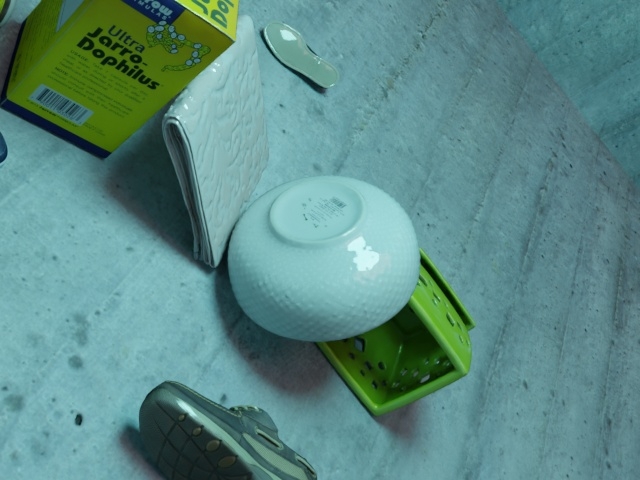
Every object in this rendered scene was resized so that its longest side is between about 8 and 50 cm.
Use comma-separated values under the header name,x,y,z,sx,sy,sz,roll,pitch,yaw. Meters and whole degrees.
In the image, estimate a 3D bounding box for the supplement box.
name,x,y,z,sx,sy,sz,roll,pitch,yaw
supplement box,-0.306,-0.321,1.326,0.195,0.356,0.194,28,47,-34

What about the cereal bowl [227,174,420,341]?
name,x,y,z,sx,sy,sz,roll,pitch,yaw
cereal bowl,0.000,0.000,1.466,0.339,0.339,0.141,-75,162,-44

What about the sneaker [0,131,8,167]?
name,x,y,z,sx,sy,sz,roll,pitch,yaw
sneaker,-0.519,-0.228,1.185,0.282,0.153,0.099,49,38,-13

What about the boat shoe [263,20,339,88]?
name,x,y,z,sx,sy,sz,roll,pitch,yaw
boat shoe,-0.050,-0.416,1.953,0.206,0.075,0.065,36,-1,-19

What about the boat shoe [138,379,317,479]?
name,x,y,z,sx,sy,sz,roll,pitch,yaw
boat shoe,-0.130,0.318,1.291,0.355,0.132,0.130,49,27,-26

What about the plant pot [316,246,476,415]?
name,x,y,z,sx,sy,sz,roll,pitch,yaw
plant pot,0.151,0.158,1.633,0.228,0.227,0.207,53,31,-7

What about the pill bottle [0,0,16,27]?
name,x,y,z,sx,sy,sz,roll,pitch,yaw
pill bottle,-0.562,-0.383,1.258,0.215,0.117,0.117,4,62,-55

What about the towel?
name,x,y,z,sx,sy,sz,roll,pitch,yaw
towel,-0.169,-0.173,1.485,0.332,0.053,0.317,-70,162,-45
